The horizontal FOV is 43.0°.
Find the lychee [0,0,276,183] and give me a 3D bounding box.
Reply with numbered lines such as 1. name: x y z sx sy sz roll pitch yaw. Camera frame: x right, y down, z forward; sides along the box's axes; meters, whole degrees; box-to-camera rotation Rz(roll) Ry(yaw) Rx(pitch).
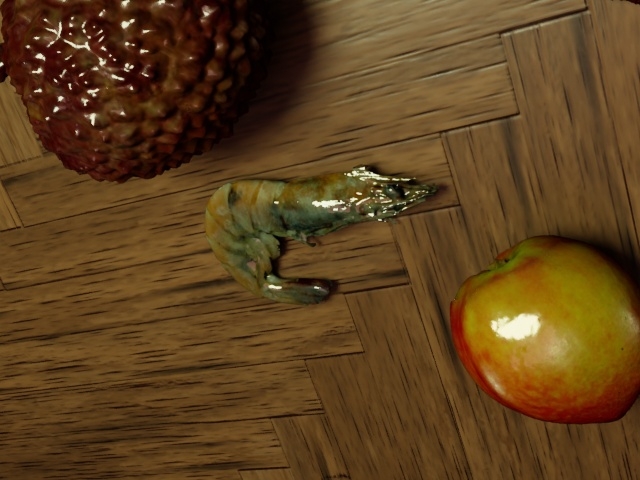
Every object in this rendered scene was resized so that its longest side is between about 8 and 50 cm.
1. lychee: -0.192 -0.182 0.774 0.300 0.264 0.264 -6 115 0

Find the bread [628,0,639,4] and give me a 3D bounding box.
1. bread: 0.268 -0.256 0.673 0.344 0.084 0.124 18 120 12

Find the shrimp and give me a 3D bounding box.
1. shrimp: 0.000 0.000 0.921 0.296 0.058 0.169 -4 120 27

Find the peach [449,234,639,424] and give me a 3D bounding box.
1. peach: 0.233 0.093 0.803 0.197 0.197 0.197 8 118 16
